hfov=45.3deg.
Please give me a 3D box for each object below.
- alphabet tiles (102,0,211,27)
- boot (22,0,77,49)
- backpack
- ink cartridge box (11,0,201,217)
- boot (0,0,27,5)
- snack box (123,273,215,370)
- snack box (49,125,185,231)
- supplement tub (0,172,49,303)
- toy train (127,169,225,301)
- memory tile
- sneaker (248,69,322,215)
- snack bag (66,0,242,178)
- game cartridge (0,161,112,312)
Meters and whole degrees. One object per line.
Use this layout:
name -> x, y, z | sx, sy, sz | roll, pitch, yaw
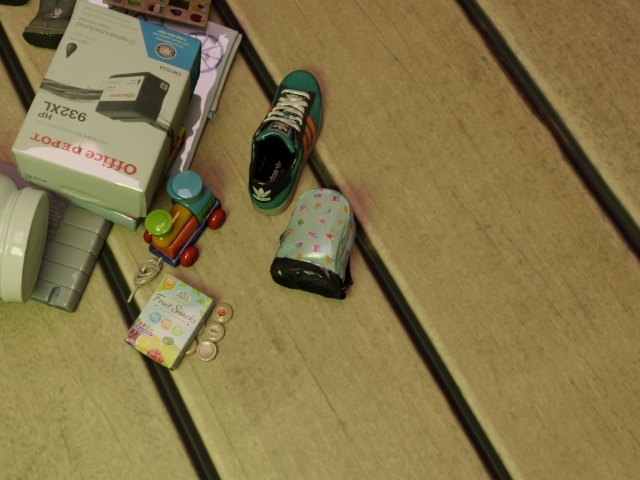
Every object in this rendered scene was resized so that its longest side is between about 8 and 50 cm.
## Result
alphabet tiles -> -0.315, -0.518, 1.544 | 0.198, 0.009, 0.237 | 11, 47, -10
boot -> -0.501, -0.488, 1.574 | 0.190, 0.076, 0.208 | 13, 65, 3
backpack -> 0.000, 0.000, 1.371 | 0.152, 0.115, 0.182 | 16, 70, 9
ink cartridge box -> -0.357, -0.224, 1.315 | 0.223, 0.129, 0.307 | 18, 69, -6
boot -> -0.698, -0.571, 1.605 | 0.198, 0.077, 0.137 | 11, 67, -9
snack box -> -0.265, 0.144, 1.353 | 0.100, 0.037, 0.141 | 29, 74, 9
snack box -> -0.368, -0.146, 1.395 | 0.175, 0.070, 0.207 | 26, 68, -3
supplement tub -> -0.625, -0.016, 1.250 | 0.316, 0.228, 0.228 | 11, 71, -11
toy train -> -0.278, -0.005, 1.361 | 0.105, 0.143, 0.248 | 31, 75, 11
memory tile -> -0.241, 0.146, 1.379 | 0.148, 0.012, 0.113 | 19, 73, 7
sneaker -> -0.062, -0.201, 1.435 | 0.108, 0.121, 0.302 | 12, 72, 5
snack bag -> -0.353, -0.304, 1.488 | 0.323, 0.037, 0.342 | 18, 80, -5
game cartridge -> -0.577, -0.025, 1.420 | 0.355, 0.068, 0.230 | 17, 68, 7
